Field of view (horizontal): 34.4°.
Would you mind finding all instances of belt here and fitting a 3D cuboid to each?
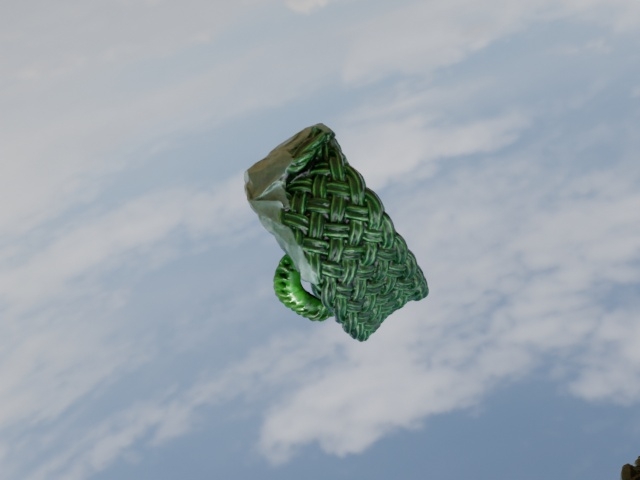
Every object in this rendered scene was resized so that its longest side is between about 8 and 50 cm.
[{"bbox_3d":[0.000,0.000,0.609,0.079,0.121,0.151,-35,161,-2],"label":"belt"}]

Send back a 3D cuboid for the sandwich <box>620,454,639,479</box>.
[{"bbox_3d":[0.213,0.219,0.397,0.250,0.301,0.162,-23,171,-25],"label":"sandwich"}]
